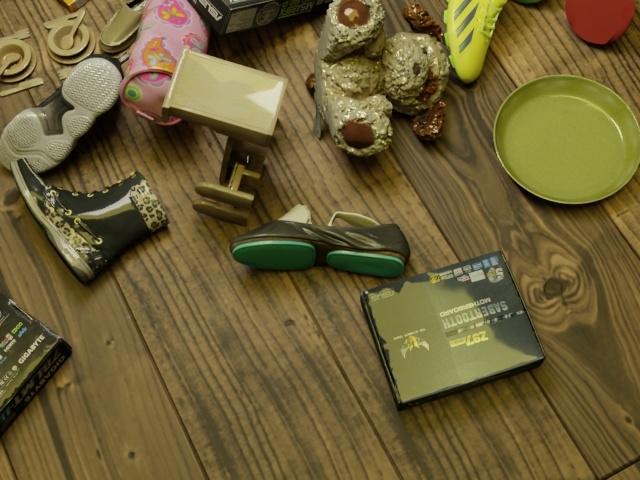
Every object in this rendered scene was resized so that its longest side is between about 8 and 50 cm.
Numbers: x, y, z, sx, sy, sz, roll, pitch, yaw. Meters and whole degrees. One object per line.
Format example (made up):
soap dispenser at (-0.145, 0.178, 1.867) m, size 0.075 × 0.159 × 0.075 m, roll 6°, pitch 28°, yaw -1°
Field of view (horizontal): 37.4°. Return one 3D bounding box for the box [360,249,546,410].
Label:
box at (0.196, 0.134, 1.424) m, size 0.232 × 0.059 × 0.183 m, roll -16°, pitch 68°, yaw -4°

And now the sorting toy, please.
sorting toy at (0.411, -0.486, 1.680) m, size 0.365 × 0.127 × 0.126 m, roll 36°, pitch 43°, yaw 19°

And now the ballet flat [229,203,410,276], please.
ballet flat at (0.000, 0.000, 1.479) m, size 0.280 × 0.095 × 0.096 m, roll 6°, pitch 57°, yaw -6°

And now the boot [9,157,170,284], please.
boot at (-0.372, -0.067, 1.519) m, size 0.178 × 0.085 × 0.236 m, roll -33°, pitch 76°, yaw -14°

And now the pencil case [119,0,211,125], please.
pencil case at (-0.250, -0.314, 1.560) m, size 0.124 × 0.124 × 0.284 m, roll -1°, pitch 45°, yaw 2°

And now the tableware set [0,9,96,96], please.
tableware set at (-0.493, -0.338, 1.663) m, size 0.194 × 0.039 × 0.128 m, roll -20°, pitch 67°, yaw -7°

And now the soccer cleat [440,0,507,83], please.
soccer cleat at (0.277, -0.411, 1.602) m, size 0.121 × 0.093 × 0.289 m, roll 3°, pitch 82°, yaw 25°

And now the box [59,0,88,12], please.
box at (-0.430, -0.485, 1.732) m, size 0.136 × 0.028 × 0.081 m, roll -41°, pitch 71°, yaw -17°

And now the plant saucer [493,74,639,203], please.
plant saucer at (0.403, -0.162, 1.556) m, size 0.240 × 0.037 × 0.241 m, roll -1°, pitch 67°, yaw 2°

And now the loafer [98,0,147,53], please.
loafer at (-0.339, -0.393, 1.675) m, size 0.056 × 0.050 × 0.148 m, roll 35°, pitch 72°, yaw 16°

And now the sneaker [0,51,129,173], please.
sneaker at (-0.416, -0.216, 1.577) m, size 0.268 × 0.153 × 0.101 m, roll -36°, pitch 106°, yaw 20°

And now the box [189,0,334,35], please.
box at (-0.124, -0.466, 1.632) m, size 0.270 × 0.060 × 0.216 m, roll -25°, pitch 65°, yaw -39°

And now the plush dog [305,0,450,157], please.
plush dog at (0.106, -0.270, 1.562) m, size 0.225 × 0.210 × 0.263 m, roll -5°, pitch 94°, yaw -15°

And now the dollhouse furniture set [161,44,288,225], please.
dollhouse furniture set at (-0.155, -0.175, 1.467) m, size 0.161 × 0.242 × 0.212 m, roll 16°, pitch 68°, yaw -5°

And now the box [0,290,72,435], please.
box at (-0.582, 0.187, 1.423) m, size 0.293 × 0.073 × 0.295 m, roll 32°, pitch 72°, yaw 15°
